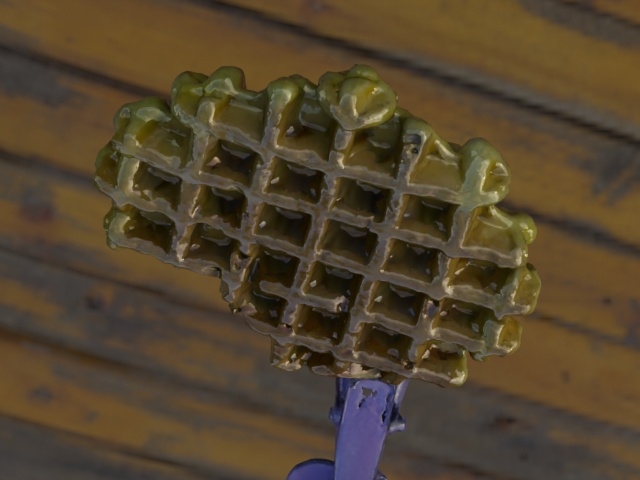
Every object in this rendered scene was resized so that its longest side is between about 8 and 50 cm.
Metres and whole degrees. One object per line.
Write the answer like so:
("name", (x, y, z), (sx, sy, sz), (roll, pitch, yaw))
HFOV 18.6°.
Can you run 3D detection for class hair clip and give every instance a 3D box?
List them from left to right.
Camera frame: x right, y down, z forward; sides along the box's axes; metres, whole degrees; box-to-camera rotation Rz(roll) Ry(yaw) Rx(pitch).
("hair clip", (0.038, 0.220, 1.797), (0.137, 0.090, 0.278), (9, 119, -2))

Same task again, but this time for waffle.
("waffle", (0.000, 0.001, 1.128), (0.249, 0.056, 0.253), (-7, 133, 24))
